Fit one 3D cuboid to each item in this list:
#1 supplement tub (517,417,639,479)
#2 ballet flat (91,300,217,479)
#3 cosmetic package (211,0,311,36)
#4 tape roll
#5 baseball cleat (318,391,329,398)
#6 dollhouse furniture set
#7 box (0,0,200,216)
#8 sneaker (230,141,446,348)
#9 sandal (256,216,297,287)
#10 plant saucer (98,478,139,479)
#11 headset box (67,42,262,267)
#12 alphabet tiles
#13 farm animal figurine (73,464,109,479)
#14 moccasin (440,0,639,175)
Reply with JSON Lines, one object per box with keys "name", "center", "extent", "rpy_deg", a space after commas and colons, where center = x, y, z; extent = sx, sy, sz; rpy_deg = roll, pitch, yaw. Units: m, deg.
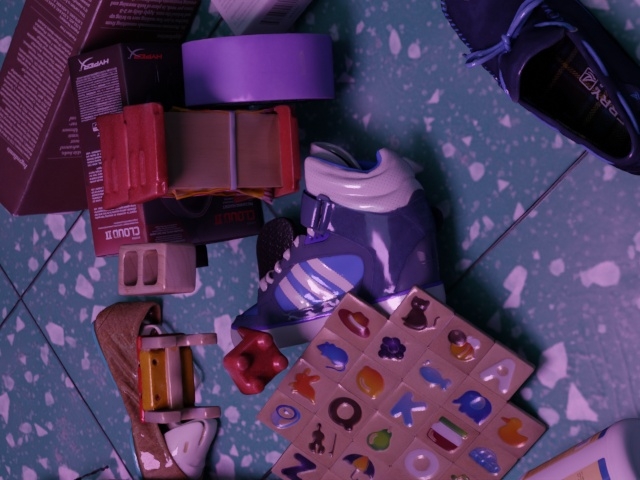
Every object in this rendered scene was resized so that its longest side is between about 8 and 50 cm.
{"name": "supplement tub", "center": [0.300, 0.297, 1.414], "extent": [0.199, 0.144, 0.144], "rpy_deg": [-38, 73, 35]}
{"name": "ballet flat", "center": [-0.220, 0.239, 1.845], "extent": [0.124, 0.116, 0.342], "rpy_deg": [-24, 77, 18]}
{"name": "cosmetic package", "center": [-0.107, -0.377, 1.652], "extent": [0.117, 0.085, 0.231], "rpy_deg": [-45, 67, 33]}
{"name": "tape roll", "center": [-0.077, -0.211, 1.610], "extent": [0.189, 0.189, 0.080], "rpy_deg": [-1, 95, 38]}
{"name": "baseball cleat", "center": [0.029, 0.223, 1.635], "extent": [0.072, 0.109, 0.206], "rpy_deg": [7, 96, 50]}
{"name": "dollhouse furniture set", "center": [-0.142, 0.022, 1.540], "extent": [0.152, 0.201, 0.374], "rpy_deg": [-5, 86, 55]}
{"name": "box", "center": [-0.331, -0.227, 1.805], "extent": [0.143, 0.191, 0.381], "rpy_deg": [39, 117, 27]}
{"name": "sneaker", "center": [0.000, 0.000, 1.611], "extent": [0.322, 0.130, 0.236], "rpy_deg": [-15, 89, 36]}
{"name": "sandal", "center": [-0.052, 0.045, 1.725], "extent": [0.067, 0.040, 0.179], "rpy_deg": [29, 127, 37]}
{"name": "plant saucer", "center": [-0.163, 0.498, 1.736], "extent": [0.332, 0.081, 0.333], "rpy_deg": [0, 95, 9]}
{"name": "headset box", "center": [-0.198, -0.106, 1.698], "extent": [0.110, 0.218, 0.293], "rpy_deg": [-7, 91, 40]}
{"name": "alphabet tiles", "center": [0.093, 0.220, 1.565], "extent": [0.285, 0.011, 0.342], "rpy_deg": [34, 119, -1]}
{"name": "farm animal figurine", "center": [-0.331, 0.506, 1.907], "extent": [0.330, 0.172, 0.327], "rpy_deg": [-21, 83, 37]}
{"name": "moccasin", "center": [0.254, -0.201, 1.401], "extent": [0.342, 0.116, 0.138], "rpy_deg": [41, 118, 29]}
